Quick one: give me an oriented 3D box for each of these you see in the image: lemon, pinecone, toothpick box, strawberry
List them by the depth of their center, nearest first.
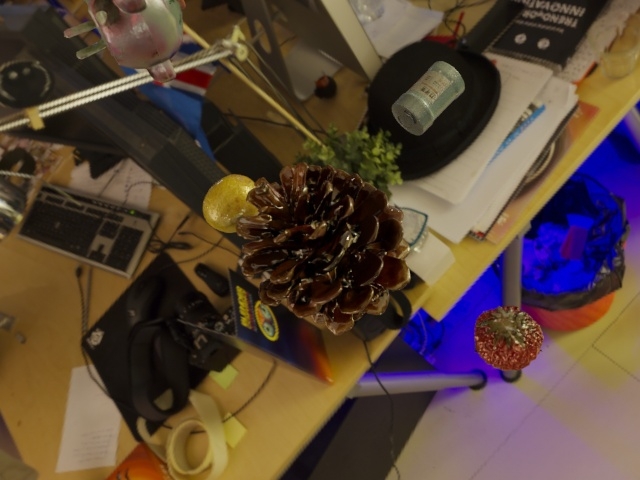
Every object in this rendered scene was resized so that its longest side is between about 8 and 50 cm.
[{"bbox_3d":[-0.009,0.006,0.867,0.264,0.264,0.264,-12,62,23],"label":"pinecone"},{"bbox_3d":[0.383,0.194,1.209,0.145,0.086,0.145,-8,39,6],"label":"strawberry"},{"bbox_3d":[0.257,-0.339,1.417,0.153,0.101,0.101,-46,54,-11],"label":"toothpick box"},{"bbox_3d":[-0.273,-0.116,1.854,0.207,0.170,0.170,-44,53,21],"label":"lemon"}]

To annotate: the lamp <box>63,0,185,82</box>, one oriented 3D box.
[{"bbox_3d":[-0.420,-0.485,1.232,0.247,0.247,0.301,-27,60,-13],"label":"lamp"}]
